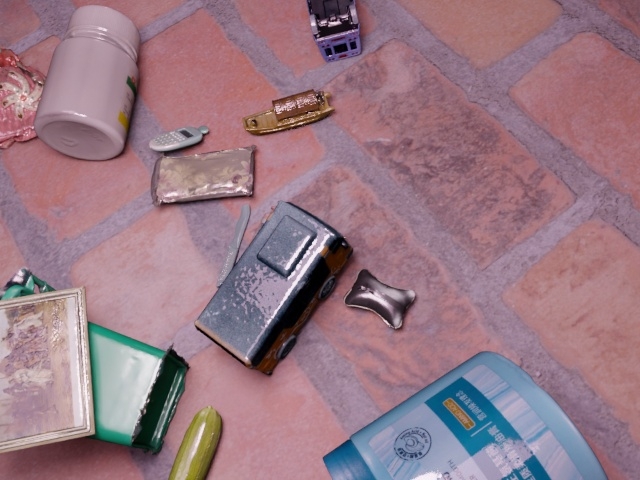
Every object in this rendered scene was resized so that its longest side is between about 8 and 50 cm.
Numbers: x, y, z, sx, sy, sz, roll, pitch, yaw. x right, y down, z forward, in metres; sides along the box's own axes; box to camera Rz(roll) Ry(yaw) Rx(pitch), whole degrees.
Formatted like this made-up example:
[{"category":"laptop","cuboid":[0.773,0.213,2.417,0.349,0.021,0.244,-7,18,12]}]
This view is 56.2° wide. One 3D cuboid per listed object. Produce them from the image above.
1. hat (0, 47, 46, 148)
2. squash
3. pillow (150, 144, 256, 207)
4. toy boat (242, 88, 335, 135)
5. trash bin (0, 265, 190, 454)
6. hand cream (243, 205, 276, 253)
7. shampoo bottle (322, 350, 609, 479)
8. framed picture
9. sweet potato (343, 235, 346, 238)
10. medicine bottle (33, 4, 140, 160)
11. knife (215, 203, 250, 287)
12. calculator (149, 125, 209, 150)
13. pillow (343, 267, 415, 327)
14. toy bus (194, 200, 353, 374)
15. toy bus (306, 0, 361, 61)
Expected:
[{"category":"hat","cuboid":[-0.811,-0.384,1.566,0.236,0.107,0.286,-15,70,-11]},{"category":"squash","cuboid":[-0.252,0.439,1.163,0.069,0.069,0.239,15,69,13]},{"category":"pillow","cuboid":[-0.275,-0.148,1.422,0.255,0.059,0.169,-5,56,3]},{"category":"toy boat","cuboid":[-0.079,-0.313,1.455,0.226,0.088,0.068,-15,66,0]},{"category":"trash bin","cuboid":[-0.473,0.252,1.183,0.381,0.259,0.295,15,69,6]},{"category":"hand cream","cuboid":[-0.138,0.022,1.346,0.067,0.043,0.210,22,79,14]},{"category":"shampoo bottle","cuboid":[0.232,0.403,0.977,0.342,0.331,0.331,-31,67,-9]},{"category":"framed picture","cuboid":[-0.512,0.224,1.051,0.217,0.017,0.274,-11,71,-6]},{"category":"sweet potato","cuboid":[0.000,0.000,1.330,0.117,0.049,0.049,-7,66,8]},{"category":"medicine bottle","cuboid":[-0.562,-0.391,1.483,0.208,0.208,0.340,1,66,7]},{"category":"knife","cuboid":[-0.196,0.011,1.369,0.028,0.015,0.210,12,69,5]},{"category":"calculator","cuboid":[-0.344,-0.251,1.469,0.153,0.021,0.095,-22,36,-27]},{"category":"pillow","cuboid":[0.123,0.120,1.263,0.135,0.055,0.091,25,40,14]},{"category":"toy bus","cuboid":[-0.088,0.093,1.208,0.162,0.194,0.323,33,84,19]},{"category":"toy bus","cuboid":[0.028,-0.617,1.550,0.125,0.133,0.292,-12,68,8]}]
